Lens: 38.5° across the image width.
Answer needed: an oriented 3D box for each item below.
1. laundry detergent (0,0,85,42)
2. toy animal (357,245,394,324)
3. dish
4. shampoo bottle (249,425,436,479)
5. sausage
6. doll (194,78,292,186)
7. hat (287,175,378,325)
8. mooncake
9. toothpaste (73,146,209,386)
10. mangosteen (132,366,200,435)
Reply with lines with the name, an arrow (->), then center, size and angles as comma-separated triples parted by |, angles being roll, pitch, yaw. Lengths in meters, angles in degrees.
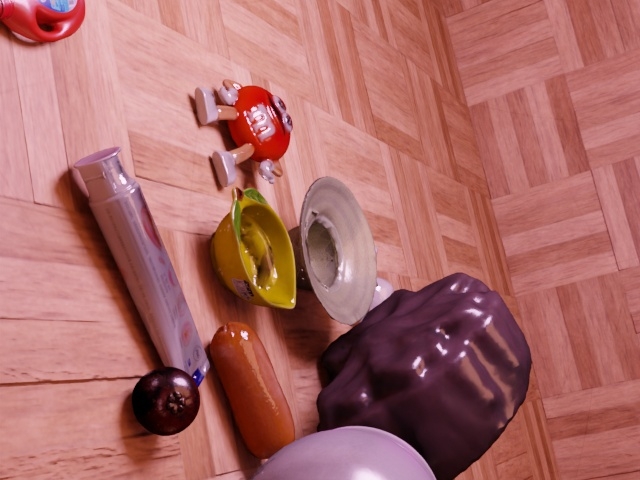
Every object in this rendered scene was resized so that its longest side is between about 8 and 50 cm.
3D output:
laundry detergent -> -0.340, -0.275, 1.067 | 0.097, 0.049, 0.165 | 70, 26, -16
toy animal -> 0.079, 0.114, 1.711 | 0.127, 0.131, 0.182 | -16, 80, -35
dish -> -0.109, 0.020, 1.338 | 0.208, 0.080, 0.149 | 65, 28, -21
shampoo bottle -> 0.027, 0.376, 1.158 | 0.266, 0.273, 0.273 | -18, 91, -77
sausage -> -0.094, 0.204, 1.256 | 0.198, 0.076, 0.076 | 69, 24, -6
doll -> -0.107, -0.177, 1.475 | 0.217, 0.085, 0.183 | -21, 92, -58
hat -> -0.009, 0.025, 1.519 | 0.252, 0.110, 0.252 | 30, 55, -55
mooncake -> 0.151, 0.214, 1.434 | 0.212, 0.350, 0.381 | 57, 2, -11
toothpaste -> -0.209, 0.044, 1.126 | 0.100, 0.066, 0.323 | -65, 138, -64
mangosteen -> -0.182, 0.187, 1.073 | 0.081, 0.081, 0.081 | 46, 35, -47
